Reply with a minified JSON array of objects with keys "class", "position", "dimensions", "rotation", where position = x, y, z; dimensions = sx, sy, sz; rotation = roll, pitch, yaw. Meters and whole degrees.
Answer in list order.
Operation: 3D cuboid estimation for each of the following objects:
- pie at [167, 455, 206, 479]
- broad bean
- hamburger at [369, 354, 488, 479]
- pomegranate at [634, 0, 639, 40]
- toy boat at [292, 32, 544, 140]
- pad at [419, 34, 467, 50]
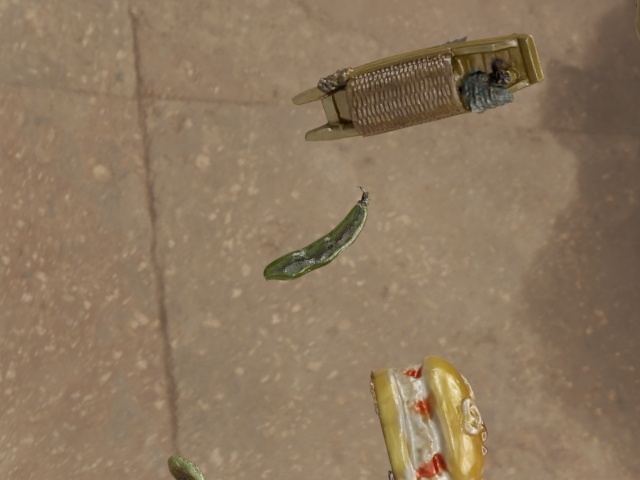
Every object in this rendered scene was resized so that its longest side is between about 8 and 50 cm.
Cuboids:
[{"class":"pie","position":[-0.212,0.373,1.615],"dimensions":[0.085,0.085,0.017],"rotation":[46,57,-2]},{"class":"broad bean","position":[0.004,0.004,1.694],"dimensions":[0.227,0.039,0.069],"rotation":[-42,94,-9]},{"class":"hamburger","position":[0.207,0.359,1.821],"dimensions":[0.186,0.261,0.302],"rotation":[-11,84,6]},{"class":"pomegranate","position":[0.688,-0.404,1.825],"dimensions":[0.241,0.159,0.190],"rotation":[-29,56,-2]},{"class":"toy boat","position":[0.117,-0.186,1.256],"dimensions":[0.115,0.310,0.089],"rotation":[-49,127,-64]},{"class":"pad","position":[0.206,-0.321,2.063],"dimensions":[0.245,0.170,0.006],"rotation":[-25,49,-39]}]
